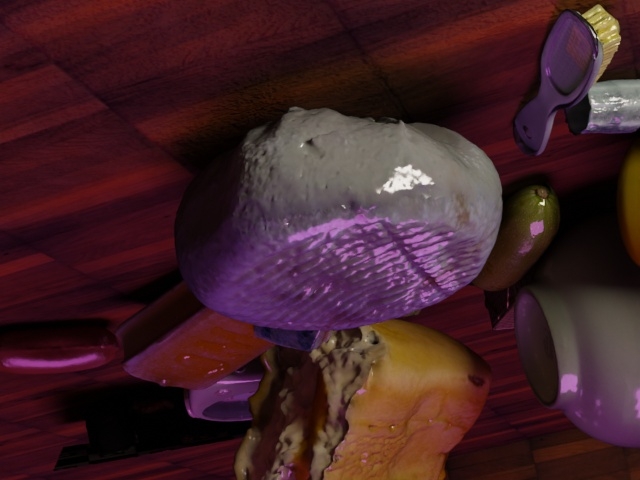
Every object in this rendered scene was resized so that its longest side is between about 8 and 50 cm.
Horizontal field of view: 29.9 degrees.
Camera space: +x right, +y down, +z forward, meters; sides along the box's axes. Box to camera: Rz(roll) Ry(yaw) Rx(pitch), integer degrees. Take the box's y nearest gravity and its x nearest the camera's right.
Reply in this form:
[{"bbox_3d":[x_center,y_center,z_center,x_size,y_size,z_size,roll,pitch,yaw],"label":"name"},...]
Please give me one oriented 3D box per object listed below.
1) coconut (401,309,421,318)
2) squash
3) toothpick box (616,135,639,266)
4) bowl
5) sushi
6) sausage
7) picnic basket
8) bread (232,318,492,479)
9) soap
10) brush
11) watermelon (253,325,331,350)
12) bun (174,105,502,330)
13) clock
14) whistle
[{"bbox_3d":[0.126,0.075,1.790,0.081,0.083,0.082,1,179,-9],"label":"coconut"},{"bbox_3d":[0.257,0.017,1.676,0.094,0.094,0.341,-6,160,-13],"label":"squash"},{"bbox_3d":[0.503,-0.048,1.405,0.271,0.175,0.175,0,169,37],"label":"toothpick box"},{"bbox_3d":[0.383,0.130,1.654,0.185,0.353,0.354,-10,160,-8],"label":"bowl"},{"bbox_3d":[-0.309,0.325,2.227,0.373,0.100,0.296,-8,179,-10],"label":"sushi"},{"bbox_3d":[-0.395,0.163,1.781,0.194,0.077,0.077,-4,159,-18],"label":"sausage"},{"bbox_3d":[0.333,0.079,1.895,0.115,0.079,0.164,-6,159,-11],"label":"picnic basket"},{"bbox_3d":[0.063,0.281,1.827,0.250,0.361,0.394,29,-169,40],"label":"bread"},{"bbox_3d":[-0.135,0.108,1.680,0.274,0.089,0.173,-36,143,31],"label":"soap"},{"bbox_3d":[0.259,-0.167,1.252,0.060,0.068,0.297,-29,167,-12],"label":"brush"},{"bbox_3d":[-0.012,0.099,1.590,0.094,0.081,0.180,-28,167,-35],"label":"watermelon"},{"bbox_3d":[0.021,-0.030,1.294,0.354,0.194,0.354,-8,157,-3],"label":"bun"},{"bbox_3d":[-0.107,0.229,2.046,0.265,0.108,0.324,-6,160,-16],"label":"clock"},{"bbox_3d":[0.425,-0.154,1.348,0.312,0.062,0.062,-4,159,-17],"label":"whistle"}]
